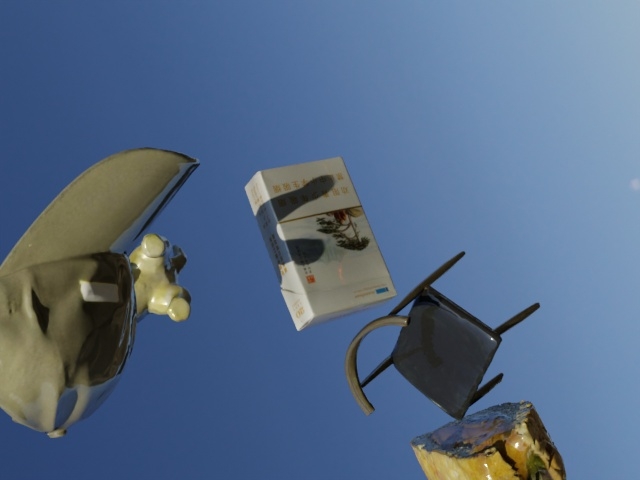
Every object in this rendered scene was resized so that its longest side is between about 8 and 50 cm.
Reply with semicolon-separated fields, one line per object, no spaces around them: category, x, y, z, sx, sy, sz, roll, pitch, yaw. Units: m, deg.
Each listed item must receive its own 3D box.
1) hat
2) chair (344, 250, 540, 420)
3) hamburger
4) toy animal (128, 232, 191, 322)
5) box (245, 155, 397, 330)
hat;-0.136;0.033;0.695;0.144;0.173;0.166;64;-171;7
chair;0.181;0.161;1.564;0.166;0.188;0.272;36;-144;25
hamburger;0.272;0.372;1.590;0.162;0.330;0.209;-27;-90;-19
toy animal;-0.269;0.075;1.277;0.121;0.233;0.168;64;173;-10
box;0.001;0.001;1.515;0.149;0.067;0.233;-13;-107;-27
